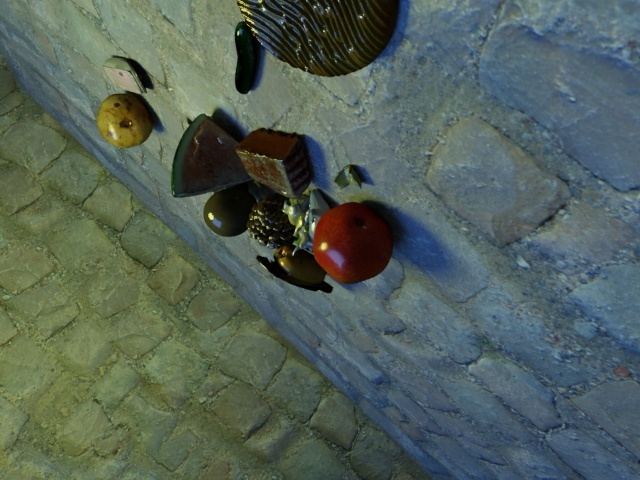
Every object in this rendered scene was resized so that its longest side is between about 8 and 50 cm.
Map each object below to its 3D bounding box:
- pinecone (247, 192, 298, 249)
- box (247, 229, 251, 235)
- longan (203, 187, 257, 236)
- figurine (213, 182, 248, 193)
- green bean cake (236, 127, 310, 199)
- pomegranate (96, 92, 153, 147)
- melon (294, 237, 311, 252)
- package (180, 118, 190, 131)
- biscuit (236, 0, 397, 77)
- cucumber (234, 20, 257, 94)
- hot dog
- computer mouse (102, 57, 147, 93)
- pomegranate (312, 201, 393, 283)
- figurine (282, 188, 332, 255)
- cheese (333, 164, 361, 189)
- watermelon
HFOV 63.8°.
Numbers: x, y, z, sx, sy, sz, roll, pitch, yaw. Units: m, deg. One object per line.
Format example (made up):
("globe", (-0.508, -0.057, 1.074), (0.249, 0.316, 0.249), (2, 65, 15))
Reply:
("pinecone", (-0.149, -0.057, 1.690), (0.204, 0.184, 0.179), (109, 144, -60))
("box", (-0.222, -0.081, 1.866), (0.043, 0.125, 0.089), (-111, -4, -48))
("longan", (-0.303, -0.097, 1.750), (0.167, 0.187, 0.167), (63, 176, 7))
("figurine", (-0.374, -0.213, 1.875), (0.265, 0.140, 0.193), (11, 134, 10))
("green bean cake", (-0.136, -0.235, 1.476), (0.233, 0.097, 0.198), (30, 155, 32))
("pomegranate", (-0.775, -0.475, 2.044), (0.215, 0.215, 0.215), (37, 157, 18))
("melon", (0.000, 0.001, 1.760), (0.262, 0.053, 0.114), (28, 135, 27))
("package", (-0.434, -0.350, 1.880), (0.173, 0.027, 0.171), (36, 155, 14))
("biscuit", (-0.019, -0.424, 0.903), (0.318, 0.040, 0.318), (21, 149, 13))
("cucumber", (-0.185, -0.436, 1.262), (0.056, 0.056, 0.284), (42, 163, 5))
("hot dog", (-0.065, 0.081, 1.819), (0.194, 0.107, 0.326), (40, -169, 28))
("computer mouse", (-0.707, -0.598, 1.874), (0.245, 0.056, 0.126), (24, 150, 41))
("pomegranate", (0.086, 0.017, 1.403), (0.221, 0.221, 0.256), (38, 165, 16))
("figurine", (-0.038, -0.056, 1.558), (0.184, 0.128, 0.208), (30, 114, 32))
("cheese", (0.070, -0.160, 1.328), (0.084, 0.041, 0.060), (-8, 133, 48))
("watermelon", (-0.347, -0.258, 1.693), (0.293, 0.283, 0.250), (12, -171, -28))
